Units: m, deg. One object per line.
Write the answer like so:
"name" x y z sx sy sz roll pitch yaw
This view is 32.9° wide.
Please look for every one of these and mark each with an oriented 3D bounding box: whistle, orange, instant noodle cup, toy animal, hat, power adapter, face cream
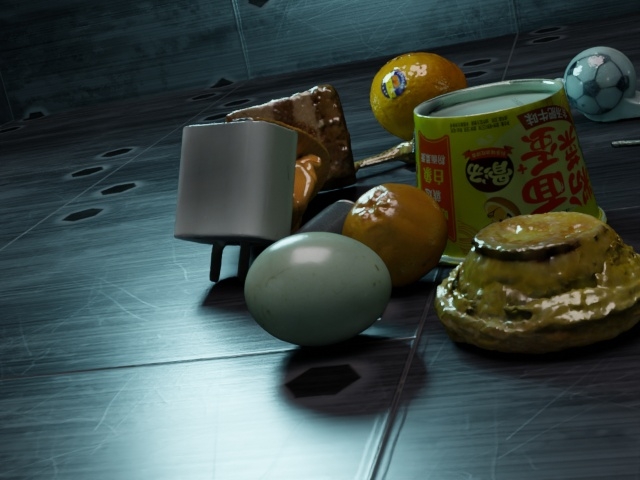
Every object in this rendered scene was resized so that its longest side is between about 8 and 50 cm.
"whistle" 0.621 -0.334 2.271 0.289 0.163 0.163 -5 18 25
"orange" 0.221 -0.317 2.416 0.219 0.193 0.219 -15 -12 -3
"instant noodle cup" 0.273 -0.114 1.679 0.311 0.221 0.311 -12 16 3
"toy animal" 0.182 -0.179 2.251 0.275 0.054 0.149 -6 22 13
"hat" -0.085 -0.050 1.901 0.233 0.244 0.233 0 46 -9
"orange" 0.104 -0.011 1.569 0.159 0.136 0.159 -18 48 21
"power adapter" -0.139 -0.058 1.764 0.187 0.255 0.124 -1 -7 35
"face cream" 0.000 0.000 1.752 0.073 0.073 0.283 -3 19 27

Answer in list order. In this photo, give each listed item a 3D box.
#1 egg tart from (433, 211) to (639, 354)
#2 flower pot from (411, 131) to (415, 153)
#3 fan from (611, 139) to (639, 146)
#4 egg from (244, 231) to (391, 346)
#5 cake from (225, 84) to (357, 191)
"egg tart" 0.278 0.038 1.346 0.294 0.123 0.294 -10 18 3
"flower pot" 0.309 -0.227 2.153 0.250 0.084 0.179 3 28 7
"fan" 0.697 -0.179 1.962 0.294 0.012 0.223 -11 18 5
"egg" -0.003 0.063 1.413 0.192 0.149 0.149 0 18 6
"cake" -0.083 -0.178 2.125 0.293 0.196 0.199 -12 -1 6
